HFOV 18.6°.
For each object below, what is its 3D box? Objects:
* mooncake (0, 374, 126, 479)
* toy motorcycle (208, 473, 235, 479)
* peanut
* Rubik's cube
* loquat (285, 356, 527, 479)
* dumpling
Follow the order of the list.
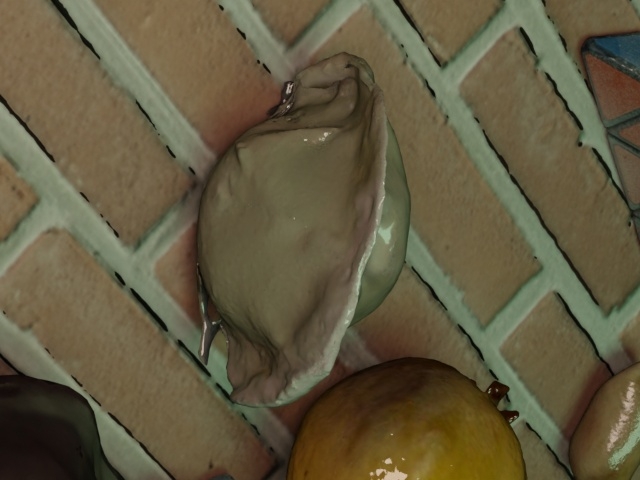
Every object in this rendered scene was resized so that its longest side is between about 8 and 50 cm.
[{"bbox_3d":[-0.239,0.323,1.469,0.350,0.212,0.381,-43,112,12],"label":"mooncake"},{"bbox_3d":[-0.128,0.288,1.664,0.171,0.110,0.260,-47,141,15],"label":"toy motorcycle"},{"bbox_3d":[0.297,0.184,1.932,0.076,0.076,0.152,17,97,-41],"label":"peanut"},{"bbox_3d":[0.387,-0.089,1.808,0.228,0.228,0.233,-14,85,12],"label":"Rubik's cube"},{"bbox_3d":[0.071,0.215,1.697,0.238,0.193,0.238,0,90,-34],"label":"loquat"},{"bbox_3d":[0.007,0.001,1.539,0.163,0.204,0.293,12,97,-51],"label":"dumpling"}]
